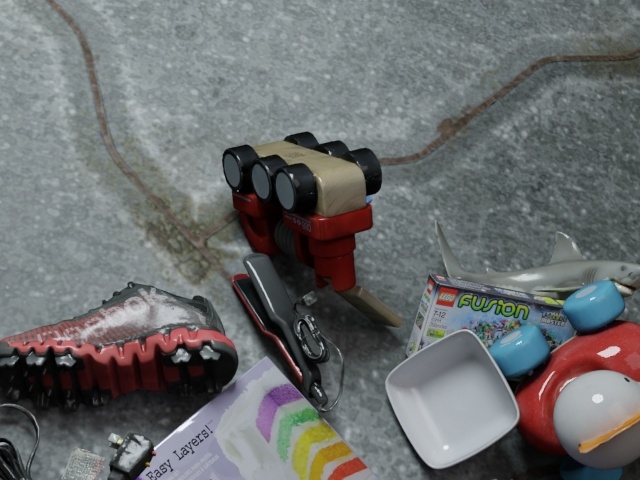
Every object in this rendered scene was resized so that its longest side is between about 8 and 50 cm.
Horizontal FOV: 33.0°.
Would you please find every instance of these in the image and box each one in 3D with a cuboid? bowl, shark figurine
[{"bbox_3d":[0.166,0.196,1.323,0.142,0.142,0.053,62,17,19],"label":"bowl"},{"bbox_3d":[0.295,0.034,1.464,0.278,0.166,0.116,4,69,11],"label":"shark figurine"}]

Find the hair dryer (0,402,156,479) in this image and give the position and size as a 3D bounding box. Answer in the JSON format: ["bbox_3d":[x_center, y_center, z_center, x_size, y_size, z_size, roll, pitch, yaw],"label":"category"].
[{"bbox_3d":[-0.297,0.318,1.095,0.224,0.080,0.293,4,57,25],"label":"hair dryer"}]

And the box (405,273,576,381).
[{"bbox_3d":[0.223,0.118,1.389,0.207,0.114,0.036,11,15,-14],"label":"box"}]

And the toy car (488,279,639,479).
[{"bbox_3d":[0.342,0.191,1.264,0.210,0.238,0.219,-31,95,0],"label":"toy car"}]

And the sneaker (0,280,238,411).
[{"bbox_3d":[-0.236,0.115,1.225,0.276,0.097,0.135,-4,44,-9],"label":"sneaker"}]

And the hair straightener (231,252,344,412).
[{"bbox_3d":[-0.034,0.102,1.284,0.047,0.089,0.230,-3,50,-35],"label":"hair straightener"}]

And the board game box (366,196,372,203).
[{"bbox_3d":[0.009,-0.065,1.462,0.090,0.020,0.090,-33,77,-33],"label":"board game box"}]

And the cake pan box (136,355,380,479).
[{"bbox_3d":[-0.078,0.298,1.197,0.267,0.070,0.245,-36,76,-33],"label":"cake pan box"}]

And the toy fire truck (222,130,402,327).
[{"bbox_3d":[0.000,0.000,1.348,0.159,0.217,0.246,-15,110,-28],"label":"toy fire truck"}]
